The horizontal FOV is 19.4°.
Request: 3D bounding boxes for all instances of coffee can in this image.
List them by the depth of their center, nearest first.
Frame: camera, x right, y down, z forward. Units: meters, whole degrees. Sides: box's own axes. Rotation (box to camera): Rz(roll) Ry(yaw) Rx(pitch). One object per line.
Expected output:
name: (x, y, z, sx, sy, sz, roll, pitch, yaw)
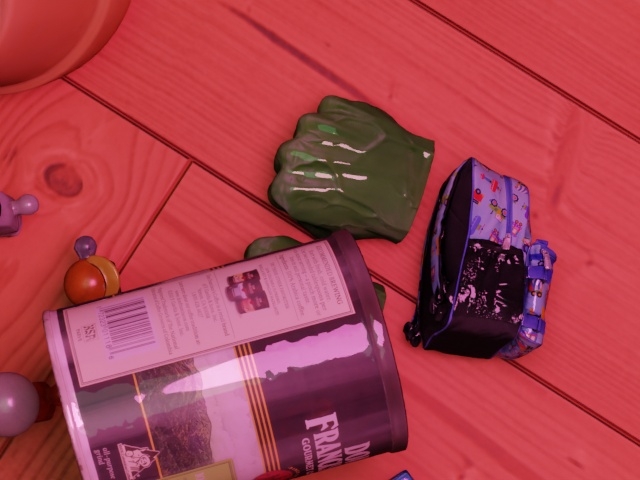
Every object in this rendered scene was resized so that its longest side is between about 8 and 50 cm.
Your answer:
coffee can: (-0.083, 0.121, 1.632, 0.275, 0.201, 0.201, -15, 85, -6)

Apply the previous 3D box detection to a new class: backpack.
backpack: (0.154, 0.016, 1.760, 0.117, 0.158, 0.173, 11, 74, -6)

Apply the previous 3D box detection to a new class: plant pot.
plant pot: (-0.334, -0.256, 1.716, 0.291, 0.203, 0.290, 5, 111, 13)

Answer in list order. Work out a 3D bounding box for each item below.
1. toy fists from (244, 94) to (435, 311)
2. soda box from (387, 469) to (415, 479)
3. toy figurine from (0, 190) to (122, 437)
toy fists: (0.000, 0.000, 1.791, 0.142, 0.096, 0.279, 20, 86, -12)
soda box: (0.111, 0.322, 1.773, 0.071, 0.067, 0.210, -34, 85, -1)
toy figurine: (-0.303, 0.062, 1.768, 0.213, 0.148, 0.209, 36, 87, 5)
